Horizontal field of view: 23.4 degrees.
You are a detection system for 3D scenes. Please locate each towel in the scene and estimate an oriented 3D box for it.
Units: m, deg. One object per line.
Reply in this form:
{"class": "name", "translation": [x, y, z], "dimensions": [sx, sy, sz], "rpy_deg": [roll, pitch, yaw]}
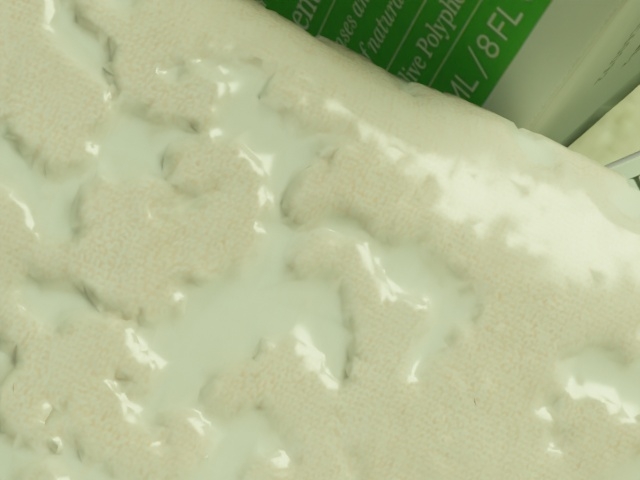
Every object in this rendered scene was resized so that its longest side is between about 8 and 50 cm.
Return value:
{"class": "towel", "translation": [-0.054, 0.083, 0.375], "dimensions": [0.332, 0.053, 0.317], "rpy_deg": [26, 73, -6]}

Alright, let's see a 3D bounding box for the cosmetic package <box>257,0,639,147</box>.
{"class": "cosmetic package", "translation": [-0.011, -0.208, 0.482], "dimensions": [0.365, 0.197, 0.155], "rpy_deg": [43, 55, 11]}

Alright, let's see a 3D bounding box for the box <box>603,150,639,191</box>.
{"class": "box", "translation": [0.213, -0.041, 0.517], "dimensions": [0.324, 0.067, 0.063], "rpy_deg": [-23, 86, -5]}
